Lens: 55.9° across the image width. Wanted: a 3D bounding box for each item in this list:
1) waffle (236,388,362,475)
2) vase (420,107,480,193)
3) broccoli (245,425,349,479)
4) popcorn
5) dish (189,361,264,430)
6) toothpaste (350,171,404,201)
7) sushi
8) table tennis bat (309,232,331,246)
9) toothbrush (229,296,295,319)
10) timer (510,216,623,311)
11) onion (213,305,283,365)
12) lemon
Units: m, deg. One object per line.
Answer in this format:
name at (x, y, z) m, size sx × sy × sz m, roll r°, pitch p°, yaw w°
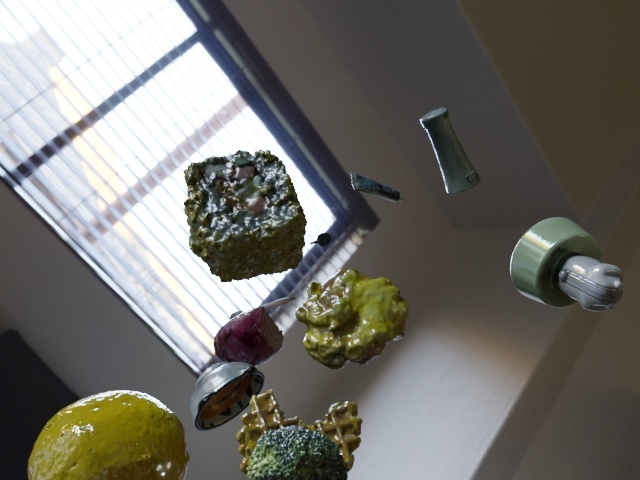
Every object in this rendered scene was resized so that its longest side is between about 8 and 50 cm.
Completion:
waffle at (-0.054, 0.529, 1.605) m, size 0.324 × 0.261 × 0.151 m, roll 4°, pitch -46°, yaw 3°
vase at (0.341, -0.240, 1.602) m, size 0.096 × 0.096 × 0.219 m, roll -1°, pitch -59°, yaw 56°
broccoli at (-0.045, 0.446, 1.161) m, size 0.197 × 0.176 × 0.226 m, roll 10°, pitch 3°, yaw -2°
popcorn at (0.055, 0.131, 1.045) m, size 0.197 × 0.197 × 0.156 m, roll 1°, pitch -66°, yaw 55°
dish at (-0.327, 0.491, 1.998) m, size 0.120 × 0.303 × 0.303 m, roll 44°, pitch -20°, yaw 28°
toothpaste at (0.218, -0.193, 2.284) m, size 0.268 × 0.069 × 0.047 m, roll 15°, pitch -5°, yaw -36°
sushi at (-0.244, -0.080, 1.833) m, size 0.240 × 0.351 × 0.397 m, roll 90°, pitch -20°, yaw -55°
table tennis bat at (0.000, 0.000, 2.187) m, size 0.007 × 0.083 × 0.050 m, roll 23°, pitch 51°, yaw -70°
toothbrush at (-0.214, 0.252, 2.299) m, size 0.025 × 0.307 × 0.030 m, roll 44°, pitch -49°, yaw 33°
timer at (0.803, 0.109, 1.876) m, size 0.291 × 0.290 × 0.315 m, roll 55°, pitch -4°, yaw -28°
onion at (-0.254, 0.385, 2.168) m, size 0.250 × 0.247 × 0.111 m, roll 60°, pitch -1°, yaw -43°
lemon at (-0.462, 0.490, 1.333) m, size 0.336 × 0.336 × 0.336 m, roll 33°, pitch -25°, yaw 18°
